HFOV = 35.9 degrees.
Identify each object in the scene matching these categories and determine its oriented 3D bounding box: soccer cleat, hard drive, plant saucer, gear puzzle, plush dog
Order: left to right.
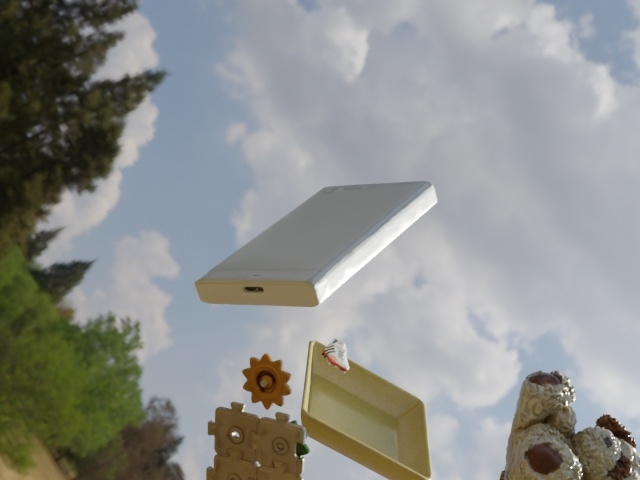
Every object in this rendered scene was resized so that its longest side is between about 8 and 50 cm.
[{"bbox_3d":[-0.093,0.334,1.544,0.175,0.044,0.338,8,-77,25],"label":"gear puzzle"},{"bbox_3d":[0.000,0.000,1.355,0.203,0.307,0.040,-1,-64,38],"label":"hard drive"},{"bbox_3d":[0.026,0.166,1.441,0.029,0.035,0.083,35,0,-19],"label":"soccer cleat"},{"bbox_3d":[0.089,0.406,2.265,0.333,0.081,0.332,30,21,-9],"label":"plant saucer"},{"bbox_3d":[0.426,0.374,1.644,0.225,0.262,0.210,13,-57,4],"label":"plush dog"}]
